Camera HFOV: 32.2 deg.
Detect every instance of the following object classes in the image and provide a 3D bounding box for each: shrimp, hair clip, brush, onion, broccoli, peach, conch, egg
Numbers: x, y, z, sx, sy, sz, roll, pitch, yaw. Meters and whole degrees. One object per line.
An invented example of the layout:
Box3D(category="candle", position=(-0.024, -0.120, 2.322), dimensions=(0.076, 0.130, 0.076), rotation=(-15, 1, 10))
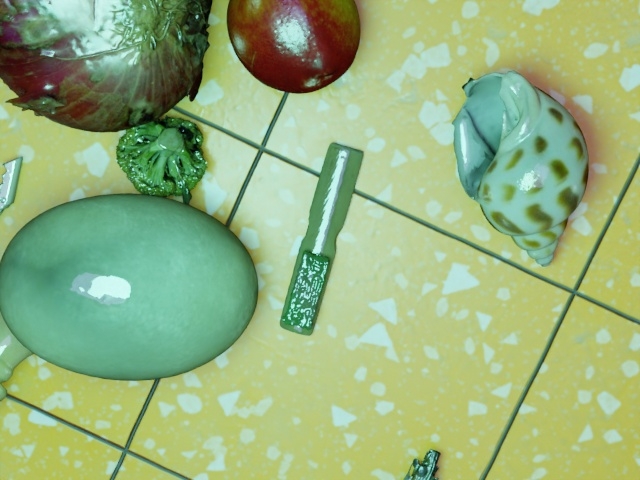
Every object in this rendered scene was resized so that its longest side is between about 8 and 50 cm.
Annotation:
Box3D(category="shrimp", position=(0.175, 0.413, 1.629), dimensions=(0.150, 0.051, 0.217), rotation=(10, 103, -1))
Box3D(category="hair clip", position=(-0.496, -0.025, 1.630), dimensions=(0.072, 0.034, 0.226), rotation=(42, 94, -5))
Box3D(category="brush", position=(0.000, 0.000, 1.602), dimensions=(0.054, 0.048, 0.282), rotation=(16, 94, -1))
Box3D(category="onion", position=(-0.300, -0.309, 1.456), dimensions=(0.354, 0.353, 0.353), rotation=(0, 95, 3))
Box3D(category="broccoli", position=(-0.222, -0.122, 1.564), dimensions=(0.130, 0.120, 0.131), rotation=(26, 65, -8))
Box3D(category="peach", position=(-0.034, -0.288, 1.506), dimensions=(0.197, 0.197, 0.197), rotation=(0, 95, 3))
Box3D(category="conch", position=(0.284, -0.095, 1.525), dimensions=(0.149, 0.183, 0.274), rotation=(-2, 103, -28))
Box3D(category="egg", position=(-0.257, 0.063, 1.506), dimensions=(0.352, 0.258, 0.258), rotation=(0, 95, -14))

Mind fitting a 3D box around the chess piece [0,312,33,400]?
Box3D(category="chess piece", position=(-0.488, 0.199, 1.576), dimensions=(0.117, 0.117, 0.397), rotation=(39, 73, -1))
